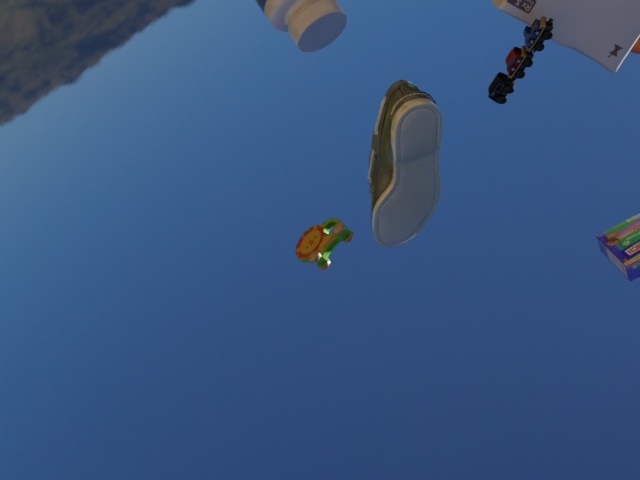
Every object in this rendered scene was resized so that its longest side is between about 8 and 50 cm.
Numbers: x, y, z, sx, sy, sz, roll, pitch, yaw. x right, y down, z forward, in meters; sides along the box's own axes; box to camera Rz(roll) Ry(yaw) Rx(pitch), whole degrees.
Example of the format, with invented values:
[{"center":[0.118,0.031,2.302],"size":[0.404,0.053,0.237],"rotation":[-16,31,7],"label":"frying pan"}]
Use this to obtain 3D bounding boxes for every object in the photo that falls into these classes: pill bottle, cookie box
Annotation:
[{"center":[-0.051,-0.413,1.477],"size":[0.124,0.221,0.124],"rotation":[-29,161,-11],"label":"pill bottle"},{"center":[0.539,0.010,1.586],"size":[0.091,0.040,0.107],"rotation":[-28,-148,2],"label":"cookie box"}]

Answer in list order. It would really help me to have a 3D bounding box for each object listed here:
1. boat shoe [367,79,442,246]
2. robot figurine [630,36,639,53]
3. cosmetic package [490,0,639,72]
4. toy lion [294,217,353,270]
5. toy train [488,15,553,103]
[{"center":[0.135,-0.125,1.567],"size":[0.116,0.319,0.099],"rotation":[-11,-133,-16],"label":"boat shoe"},{"center":[0.546,-0.418,1.657],"size":[0.158,0.219,0.128],"rotation":[-26,152,-48],"label":"robot figurine"},{"center":[0.350,-0.425,1.444],"size":[0.156,0.217,0.385],"rotation":[-60,-159,22],"label":"cosmetic package"},{"center":[0.000,0.000,1.602],"size":[0.100,0.034,0.096],"rotation":[-49,-146,5],"label":"toy lion"},{"center":[0.277,-0.252,1.300],"size":[0.158,0.036,0.027],"rotation":[120,-11,-49],"label":"toy train"}]
